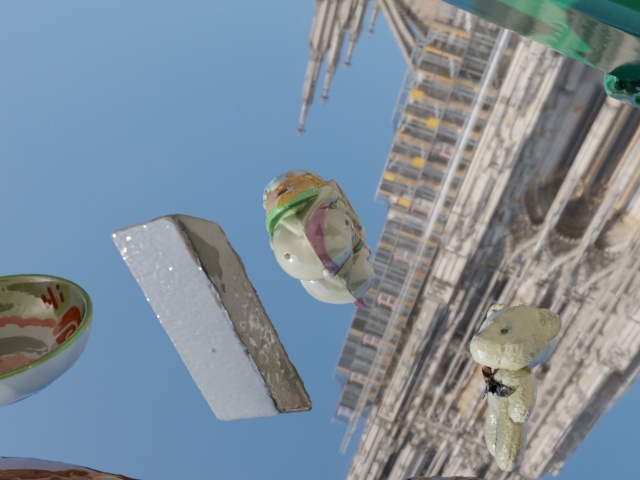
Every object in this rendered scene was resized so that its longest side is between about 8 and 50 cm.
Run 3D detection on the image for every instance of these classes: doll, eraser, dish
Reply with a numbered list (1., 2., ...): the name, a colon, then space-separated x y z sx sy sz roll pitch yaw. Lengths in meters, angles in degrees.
1. doll: 0.311 0.246 1.363 0.149 0.278 0.175 4 180 -32
2. eraser: -0.131 0.111 1.047 0.111 0.352 0.077 -13 -156 31
3. dish: -0.532 0.188 1.325 0.324 0.124 0.324 -3 -152 2

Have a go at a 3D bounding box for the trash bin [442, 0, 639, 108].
1. trash bin: 0.196 -0.247 0.565 0.381 0.259 0.295 14 -170 -11

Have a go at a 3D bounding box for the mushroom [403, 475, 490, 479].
1. mushroom: 0.059 0.165 0.391 0.126 0.085 0.109 -15 -176 13

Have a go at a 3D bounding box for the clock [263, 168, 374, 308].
1. clock: 0.000 0.000 0.943 0.103 0.231 0.144 -33 -119 8

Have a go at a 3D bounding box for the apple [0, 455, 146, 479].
1. apple: -0.216 0.327 0.559 0.384 0.374 0.374 58 -140 -16
